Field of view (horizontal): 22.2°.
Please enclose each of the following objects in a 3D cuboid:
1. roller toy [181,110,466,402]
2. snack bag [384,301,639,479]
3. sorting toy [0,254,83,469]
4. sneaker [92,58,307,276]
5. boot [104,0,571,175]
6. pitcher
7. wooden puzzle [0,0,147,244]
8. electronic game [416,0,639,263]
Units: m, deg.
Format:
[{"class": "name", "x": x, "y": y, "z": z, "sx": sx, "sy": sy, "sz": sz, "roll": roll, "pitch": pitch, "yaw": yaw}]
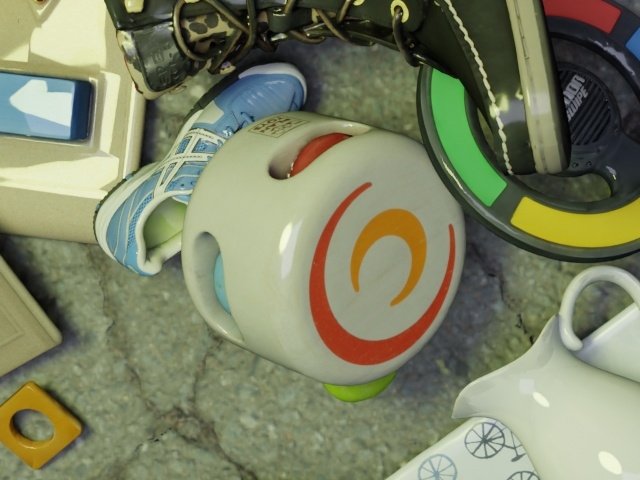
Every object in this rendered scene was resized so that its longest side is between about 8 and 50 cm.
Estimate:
[{"class": "roller toy", "x": 0.000, "y": 0.000, "z": 1.226, "sx": 0.146, "sy": 0.191, "sz": 0.209, "roll": 19, "pitch": 84, "yaw": 47}, {"class": "snack bag", "x": 0.248, "y": 0.257, "z": 1.315, "sx": 0.323, "sy": 0.037, "sz": 0.342, "roll": -36, "pitch": 92, "yaw": 11}, {"class": "sorting toy", "x": -0.331, "y": 0.049, "z": 1.344, "sx": 0.196, "sy": 0.047, "sz": 0.347, "roll": -27, "pitch": 110, "yaw": 20}, {"class": "sneaker", "x": -0.084, "y": -0.052, "z": 1.275, "sx": 0.211, "sy": 0.081, "sz": 0.080, "roll": -47, "pitch": 122, "yaw": 4}, {"class": "boot", "x": 0.001, "y": -0.164, "z": 1.146, "sx": 0.284, "sy": 0.138, "sz": 0.377, "roll": -19, "pitch": 58, "yaw": 2}, {"class": "pitcher", "x": 0.230, "y": 0.135, "z": 1.231, "sx": 0.207, "sy": 0.125, "sz": 0.178, "roll": 41, "pitch": 85, "yaw": 12}, {"class": "wooden puzzle", "x": -0.295, "y": -0.177, "z": 1.304, "sx": 0.322, "sy": 0.080, "sz": 0.347, "roll": 7, "pitch": 99, "yaw": 7}, {"class": "electronic game", "x": 0.181, "y": -0.091, "z": 1.215, "sx": 0.229, "sy": 0.048, "sz": 0.229, "roll": 6, "pitch": 67, "yaw": -14}]
